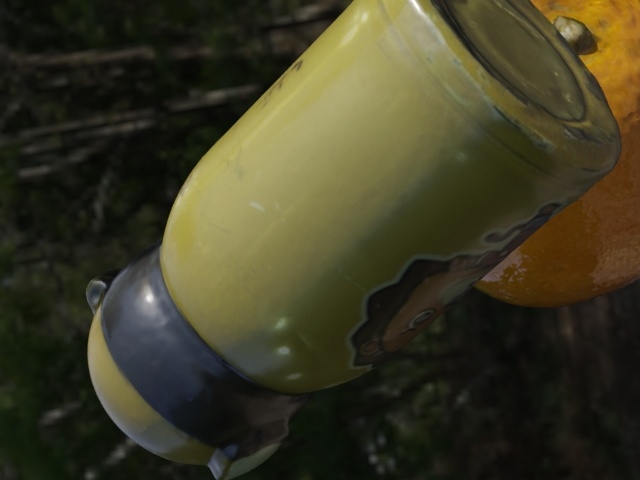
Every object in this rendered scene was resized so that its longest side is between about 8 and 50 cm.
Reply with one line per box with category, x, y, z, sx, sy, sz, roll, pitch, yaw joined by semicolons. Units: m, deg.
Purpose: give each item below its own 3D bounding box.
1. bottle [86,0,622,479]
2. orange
bottle;0.000;0.000;1.081;0.171;0.351;0.171;34;-151;-22
orange;0.202;-0.095;1.635;0.312;0.312;0.312;-10;-90;-86
